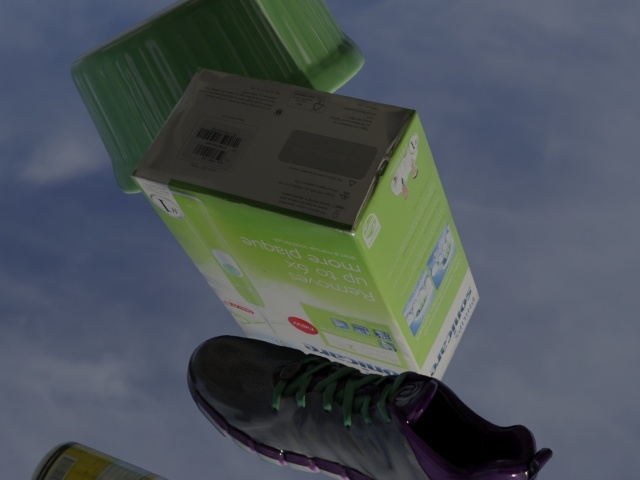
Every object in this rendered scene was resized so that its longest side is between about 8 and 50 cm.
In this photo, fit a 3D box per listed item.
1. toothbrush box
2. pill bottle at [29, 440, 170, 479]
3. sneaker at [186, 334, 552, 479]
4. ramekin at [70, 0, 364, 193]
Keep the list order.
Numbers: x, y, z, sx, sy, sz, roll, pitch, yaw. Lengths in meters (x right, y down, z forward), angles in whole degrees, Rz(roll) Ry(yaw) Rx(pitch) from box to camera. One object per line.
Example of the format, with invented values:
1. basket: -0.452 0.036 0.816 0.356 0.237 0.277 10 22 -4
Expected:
1. toothbrush box: 0.000 0.000 0.957 0.206 0.283 0.122 16 -115 27
2. pill bottle: -0.211 0.287 1.173 0.184 0.103 0.103 17 -141 21
3. sneaker: 0.026 0.092 0.641 0.223 0.098 0.083 24 -134 15
4. ramekin: -0.119 -0.190 1.203 0.303 0.148 0.303 -26 -165 8
